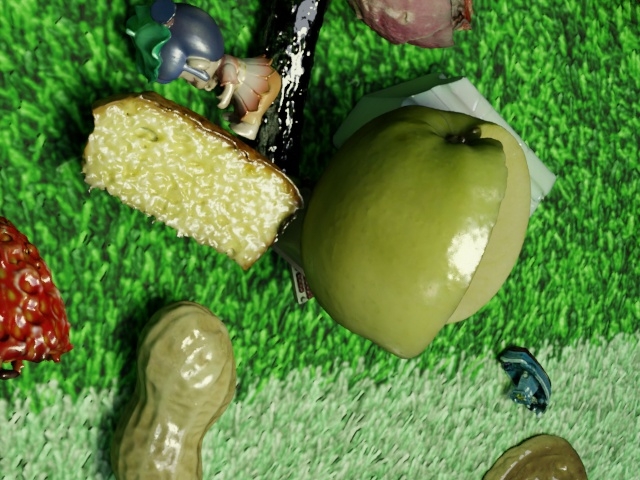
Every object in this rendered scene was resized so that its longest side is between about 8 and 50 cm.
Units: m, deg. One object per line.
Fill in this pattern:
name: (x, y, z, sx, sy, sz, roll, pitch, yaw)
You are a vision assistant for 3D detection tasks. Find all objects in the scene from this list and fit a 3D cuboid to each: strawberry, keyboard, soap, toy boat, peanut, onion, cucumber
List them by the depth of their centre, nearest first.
strawberry: (-0.374, 0.060, 1.303, 0.234, 0.234, 0.178, -5, 86, -32)
cucumber: (-0.041, -0.210, 1.493, 0.081, 0.072, 0.303, 2, 105, -21)
onion: (0.097, -0.340, 1.495, 0.348, 0.159, 0.267, 67, 30, -67)
peanut: (-0.178, 0.215, 1.523, 0.136, 0.120, 0.298, 9, 104, -30)
keyboard: (-0.023, 0.001, 1.612, 0.055, 0.017, 0.166, -23, 118, -26)
soap: (0.168, -0.104, 1.654, 0.289, 0.095, 0.173, 41, 83, -36)
toy boat: (0.309, 0.217, 1.881, 0.061, 0.060, 0.137, -59, 136, -27)

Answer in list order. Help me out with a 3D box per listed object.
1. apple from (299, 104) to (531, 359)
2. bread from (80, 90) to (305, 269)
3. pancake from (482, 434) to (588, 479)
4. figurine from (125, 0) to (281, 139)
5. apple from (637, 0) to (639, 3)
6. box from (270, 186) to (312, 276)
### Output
apple: (0.101, -0.024, 1.441, 0.295, 0.233, 0.257, -33, 142, -62)
bread: (-0.154, -0.082, 1.422, 0.260, 0.134, 0.129, 30, 101, -17)
pancake: (0.338, 0.417, 1.976, 0.242, 0.050, 0.242, -12, 113, -31)
figurine: (-0.133, -0.206, 1.410, 0.195, 0.111, 0.102, 27, 103, -32)
apple: (0.567, -0.419, 1.658, 0.364, 0.364, 0.364, -12, 112, -30)
box: (0.000, 0.000, 1.578, 0.122, 0.062, 0.089, 42, 77, -39)
